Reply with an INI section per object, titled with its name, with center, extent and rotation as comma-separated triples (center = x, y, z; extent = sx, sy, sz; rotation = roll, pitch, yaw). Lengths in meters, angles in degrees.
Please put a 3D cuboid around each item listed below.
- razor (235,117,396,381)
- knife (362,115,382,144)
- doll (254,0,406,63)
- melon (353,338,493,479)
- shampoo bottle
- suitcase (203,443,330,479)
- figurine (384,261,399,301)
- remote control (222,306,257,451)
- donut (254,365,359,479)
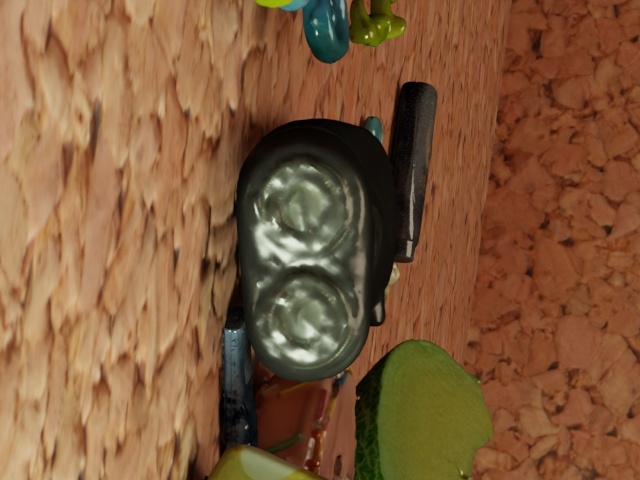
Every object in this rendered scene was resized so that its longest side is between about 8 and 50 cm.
[razor]
center = -0.002, 0.000, 1.566
extent = 0.349, 0.113, 0.204
rotation = -41, 129, -82
[knife]
center = 0.055, -0.033, 2.166
extent = 0.064, 0.031, 0.222
rotation = -20, 115, -76
[doll]
center = 0.001, -0.321, 1.546
extent = 0.341, 0.098, 0.346
rotation = -36, 127, -61
[melon]
center = 0.085, 0.271, 2.020
extent = 0.344, 0.226, 0.331
rotation = -95, -179, -54
[shampoo bottle]
center = 0.115, -0.088, 2.439
extent = 0.087, 0.049, 0.234
rotation = 58, 39, -72
[suitcase]
center = -0.001, 0.272, 1.438
extent = 0.143, 0.234, 0.194
rotation = -61, 163, -17
[figurine]
center = 0.053, 0.058, 2.107
extent = 0.083, 0.047, 0.050
rotation = -54, 175, 23
[remote control]
center = -0.067, 0.131, 1.546
extent = 0.043, 0.027, 0.153
rotation = -58, 150, -61
[donut]
center = -0.022, 0.205, 1.677
extent = 0.233, 0.085, 0.199
rotation = -71, 164, -54
